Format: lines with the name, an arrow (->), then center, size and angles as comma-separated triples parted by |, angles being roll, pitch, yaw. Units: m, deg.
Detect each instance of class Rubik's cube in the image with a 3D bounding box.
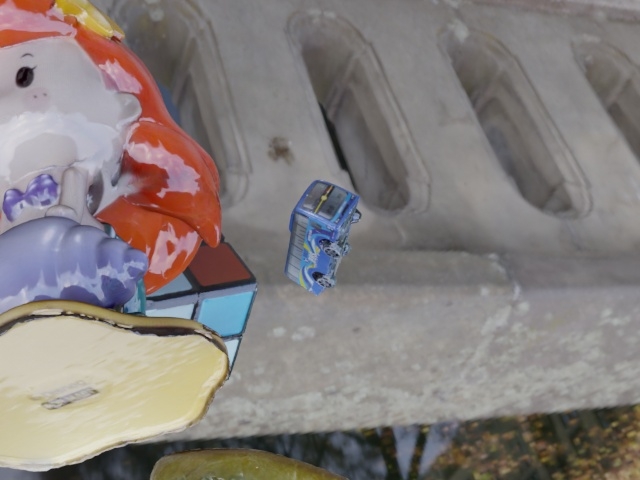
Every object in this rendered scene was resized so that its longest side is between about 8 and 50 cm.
Rubik's cube -> -0.207, 0.078, 1.159 | 0.167, 0.180, 0.183 | -10, 132, -34

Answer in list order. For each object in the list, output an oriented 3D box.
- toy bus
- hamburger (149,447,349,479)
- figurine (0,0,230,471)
toy bus -> 0.000, 0.000, 0.876 | 0.061, 0.051, 0.153 | 26, 153, 8
hamburger -> -0.038, 0.216, 0.597 | 0.189, 0.122, 0.215 | -9, 143, 43
figurine -> -0.147, -0.014, 0.526 | 0.208, 0.257, 0.181 | 12, 139, -30
